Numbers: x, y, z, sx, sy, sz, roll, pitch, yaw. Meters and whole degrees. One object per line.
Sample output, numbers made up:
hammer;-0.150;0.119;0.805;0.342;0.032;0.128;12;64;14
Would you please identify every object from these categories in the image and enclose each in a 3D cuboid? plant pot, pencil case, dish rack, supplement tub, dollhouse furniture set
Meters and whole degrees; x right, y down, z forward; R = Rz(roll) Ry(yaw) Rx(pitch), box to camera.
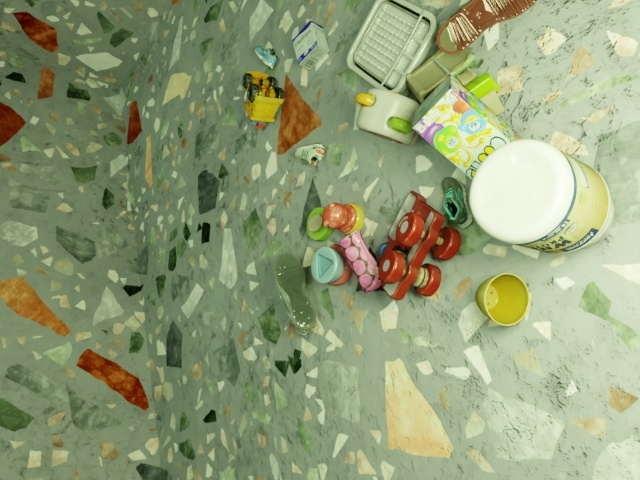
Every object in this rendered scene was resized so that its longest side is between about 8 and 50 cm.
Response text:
plant pot;0.464;0.152;1.378;0.095;0.134;0.134;173;103;-73
pencil case;0.142;0.065;1.734;0.209;0.095;0.098;60;164;16
dish rack;0.250;-0.667;1.791;0.333;0.072;0.286;51;120;40
supplement tub;0.519;-0.089;1.203;0.228;0.316;0.228;-11;75;47
dollhouse furniture set;0.407;-0.446;1.584;0.197;0.151;0.302;-34;39;15

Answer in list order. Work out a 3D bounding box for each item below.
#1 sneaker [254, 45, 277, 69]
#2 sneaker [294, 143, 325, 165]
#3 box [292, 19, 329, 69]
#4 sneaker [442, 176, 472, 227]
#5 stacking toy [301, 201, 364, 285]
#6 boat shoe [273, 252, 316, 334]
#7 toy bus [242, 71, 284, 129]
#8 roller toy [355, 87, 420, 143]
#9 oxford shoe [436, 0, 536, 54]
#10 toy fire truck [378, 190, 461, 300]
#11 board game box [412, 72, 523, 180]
sneaker;-0.240;-0.847;2.388;0.073;0.063;0.162;-44;55;11
sneaker;-0.047;-0.332;2.068;0.161;0.057;0.075;-4;74;45
box;-0.041;-0.797;2.135;0.126;0.072;0.137;-35;58;38
sneaker;0.390;-0.119;1.532;0.065;0.076;0.167;-37;57;37
stacking toy;0.000;0.000;1.902;0.279;0.130;0.309;11;91;48
boat shoe;-0.104;0.201;1.996;0.103;0.118;0.320;114;137;-59
toy bus;-0.273;-0.615;2.325;0.220;0.149;0.211;62;143;37
roller toy;0.220;-0.406;1.684;0.209;0.191;0.146;22;99;19
oxford shoe;0.486;-0.675;1.495;0.348;0.123;0.130;-28;20;23
toy fire truck;0.270;0.019;1.603;0.302;0.169;0.254;-66;20;16
board game box;0.396;-0.284;1.388;0.142;0.275;0.144;-45;14;33
